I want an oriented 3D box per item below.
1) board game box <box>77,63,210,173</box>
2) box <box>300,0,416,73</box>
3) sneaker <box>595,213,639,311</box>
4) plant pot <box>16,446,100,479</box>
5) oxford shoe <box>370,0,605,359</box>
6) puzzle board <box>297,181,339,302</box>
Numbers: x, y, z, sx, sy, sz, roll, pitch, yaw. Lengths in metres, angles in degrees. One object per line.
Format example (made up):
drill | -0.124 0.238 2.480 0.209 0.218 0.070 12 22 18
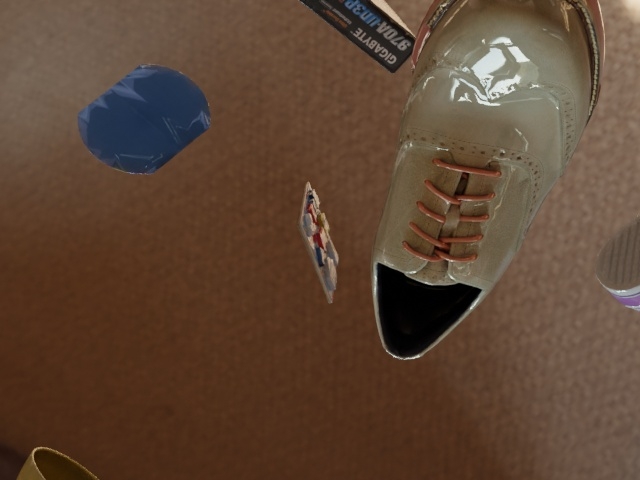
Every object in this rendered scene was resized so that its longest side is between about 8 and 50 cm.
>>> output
board game box | -0.223 -0.147 1.954 0.133 0.168 0.033 40 156 17
box | -0.004 -0.291 1.668 0.051 0.220 0.175 -47 43 12
sneaker | 0.467 -0.013 1.794 0.282 0.161 0.102 -34 53 17
plant pot | -0.275 0.295 1.581 0.134 0.134 0.095 41 94 10
oxford shoe | 0.116 -0.044 1.127 0.140 0.147 0.397 15 147 5
puzzle board | 0.000 0.000 1.650 0.011 0.128 0.096 -18 109 11
